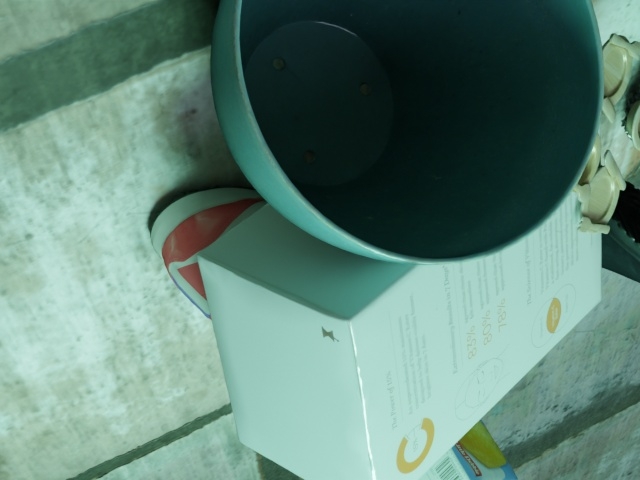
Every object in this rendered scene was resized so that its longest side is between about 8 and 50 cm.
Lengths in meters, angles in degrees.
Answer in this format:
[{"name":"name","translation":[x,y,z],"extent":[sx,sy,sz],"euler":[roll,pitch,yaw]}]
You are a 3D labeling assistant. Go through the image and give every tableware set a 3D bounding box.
[{"name":"tableware set","translation":[0.253,-0.089,1.099],"extent":[0.141,0.020,0.169],"euler":[33,79,-52]}]

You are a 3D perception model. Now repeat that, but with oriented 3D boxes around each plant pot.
[{"name":"plant pot","translation":[0.037,-0.120,0.951],"extent":[0.290,0.290,0.195],"euler":[-15,-179,-25]}]

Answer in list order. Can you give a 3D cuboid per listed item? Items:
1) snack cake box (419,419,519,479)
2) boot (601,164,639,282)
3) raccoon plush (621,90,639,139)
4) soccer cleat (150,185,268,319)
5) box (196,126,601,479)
[{"name":"snack cake box","translation":[0.088,0.213,1.446],"extent":[0.089,0.264,0.152],"euler":[5,135,-45]},{"name":"boot","translation":[0.245,0.016,1.334],"extent":[0.094,0.246,0.207],"euler":[-31,158,-52]},{"name":"raccoon plush","translation":[0.322,-0.190,1.225],"extent":[0.446,0.216,0.299],"euler":[26,138,-22]},{"name":"soccer cleat","translation":[0.000,0.000,1.202],"extent":[0.318,0.116,0.109],"euler":[-10,144,-31]},{"name":"box","translation":[0.086,0.034,1.109],"extent":[0.345,0.168,0.215],"euler":[-37,133,-35]}]
